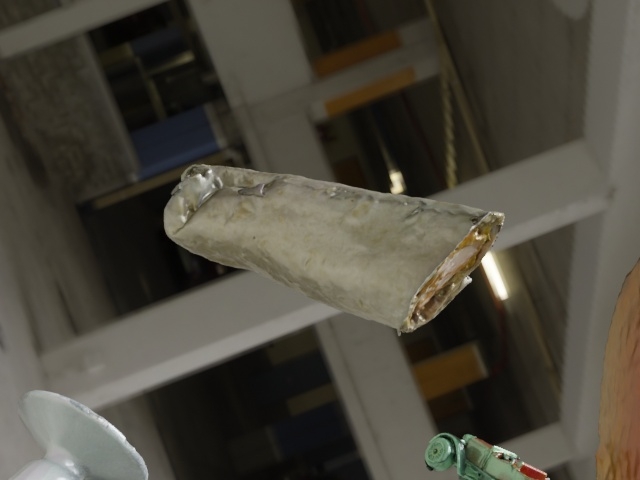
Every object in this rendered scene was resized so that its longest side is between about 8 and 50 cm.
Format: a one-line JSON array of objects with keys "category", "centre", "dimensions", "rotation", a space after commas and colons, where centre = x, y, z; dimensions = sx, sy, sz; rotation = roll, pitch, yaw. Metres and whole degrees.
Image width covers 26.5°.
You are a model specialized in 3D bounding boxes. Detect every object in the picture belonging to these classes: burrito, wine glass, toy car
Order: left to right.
[{"category": "wine glass", "centre": [-0.244, 0.232, 1.084], "dimensions": [0.196, 0.165, 0.165], "rotation": [-59, 144, -35]}, {"category": "burrito", "centre": [0.000, 0.000, 0.840], "dimensions": [0.060, 0.226, 0.087], "rotation": [33, 75, -57]}, {"category": "toy car", "centre": [0.157, 0.208, 1.174], "dimensions": [0.073, 0.054, 0.143], "rotation": [29, 0, -39]}]

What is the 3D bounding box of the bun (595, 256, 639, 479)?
[{"category": "bun", "centre": [0.288, 0.134, 0.859], "dimensions": [0.299, 0.164, 0.299], "rotation": [-176, -90, -88]}]
